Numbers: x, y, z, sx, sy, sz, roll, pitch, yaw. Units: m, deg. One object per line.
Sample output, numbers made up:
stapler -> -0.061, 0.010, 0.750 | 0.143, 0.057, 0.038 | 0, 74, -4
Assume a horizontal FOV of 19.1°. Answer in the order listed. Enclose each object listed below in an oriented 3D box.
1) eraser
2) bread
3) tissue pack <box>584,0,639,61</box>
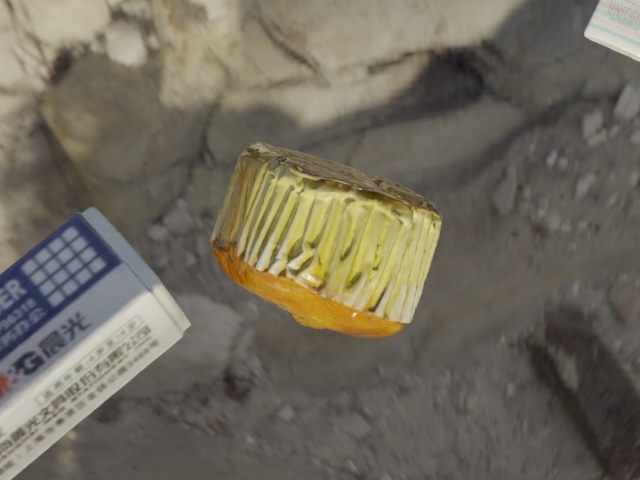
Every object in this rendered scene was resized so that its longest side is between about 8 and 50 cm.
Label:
eraser -> -0.254, 0.106, 1.563 | 0.279, 0.081, 0.124 | -40, 52, -7
bread -> 0.000, 0.000, 1.278 | 0.132, 0.190, 0.114 | 19, 90, -16
tissue pack -> 0.253, -0.197, 1.488 | 0.056, 0.023, 0.108 | 26, 86, 8
